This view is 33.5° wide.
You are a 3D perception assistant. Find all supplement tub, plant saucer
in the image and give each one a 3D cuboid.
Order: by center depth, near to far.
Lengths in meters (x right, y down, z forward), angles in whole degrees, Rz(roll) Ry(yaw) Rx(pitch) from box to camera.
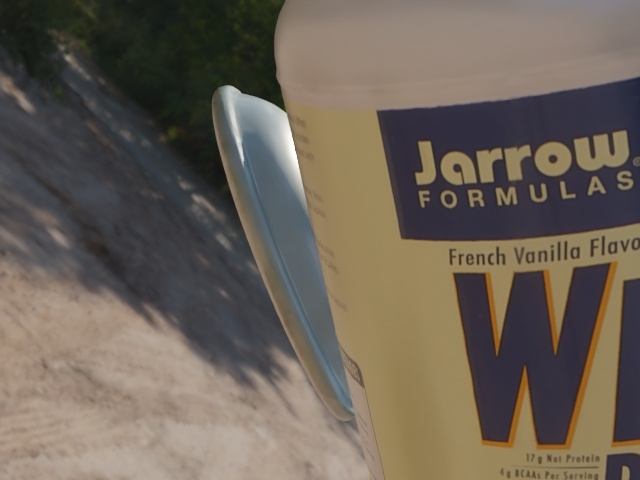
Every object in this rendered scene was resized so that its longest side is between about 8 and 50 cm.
[{"bbox_3d":[0.112,-0.023,0.464,0.235,0.235,0.325,-130,-154,-70],"label":"supplement tub"},{"bbox_3d":[0.000,0.000,1.199,0.400,0.100,0.400,-21,90,-85],"label":"plant saucer"}]
